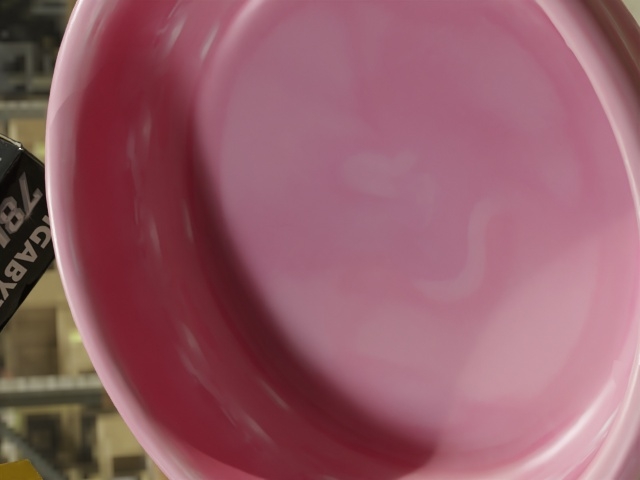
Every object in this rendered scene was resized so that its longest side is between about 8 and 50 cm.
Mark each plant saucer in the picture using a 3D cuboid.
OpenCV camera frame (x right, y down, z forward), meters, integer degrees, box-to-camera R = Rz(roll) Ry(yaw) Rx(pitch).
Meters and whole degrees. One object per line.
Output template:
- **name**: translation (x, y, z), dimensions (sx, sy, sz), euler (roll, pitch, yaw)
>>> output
- **plant saucer**: translation (0.024, -0.009, 0.831), dimensions (0.332, 0.084, 0.332), euler (11, 110, 34)

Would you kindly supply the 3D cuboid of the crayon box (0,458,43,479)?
- **crayon box**: translation (-0.268, 0.289, 1.183), dimensions (0.363, 0.313, 0.106), euler (40, 133, 51)

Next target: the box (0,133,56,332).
- **box**: translation (-0.315, 0.043, 1.215), dimensions (0.293, 0.073, 0.295), euler (-56, 36, -9)
